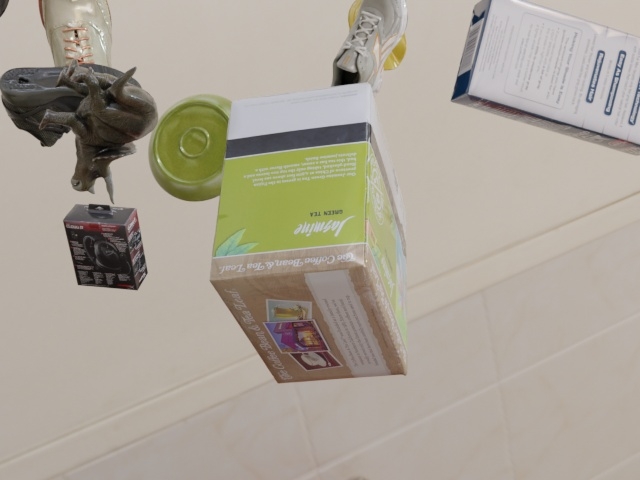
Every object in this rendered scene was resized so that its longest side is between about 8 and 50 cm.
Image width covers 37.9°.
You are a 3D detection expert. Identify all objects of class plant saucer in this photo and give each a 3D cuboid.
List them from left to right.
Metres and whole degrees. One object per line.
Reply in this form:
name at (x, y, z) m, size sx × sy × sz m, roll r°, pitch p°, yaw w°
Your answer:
plant saucer at (-0.263, -0.203, 1.981) m, size 0.241 × 0.241 × 0.037 m, roll 62°, pitch 7°, yaw 18°

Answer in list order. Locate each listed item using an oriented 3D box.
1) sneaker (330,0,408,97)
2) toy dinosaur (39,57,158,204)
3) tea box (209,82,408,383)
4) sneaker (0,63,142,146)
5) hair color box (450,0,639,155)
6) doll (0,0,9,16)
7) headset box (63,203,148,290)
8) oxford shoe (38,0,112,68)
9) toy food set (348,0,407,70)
sneaker at (0.086, -0.378, 1.810) m, size 0.099 × 0.121 × 0.262 m, roll 28°, pitch -58°, yaw 23°
toy dinosaur at (-0.302, -0.189, 1.352) m, size 0.313 × 0.160 × 0.121 m, roll -34°, pitch -141°, yaw 46°
tea box at (0.000, 0.000, 1.396) m, size 0.329 × 0.220 × 0.324 m, roll 66°, pitch 23°, yaw -54°
sneaker at (-0.414, -0.225, 1.565) m, size 0.130 × 0.227 × 0.087 m, roll 107°, pitch -27°, yaw -53°
hair color box at (0.404, -0.265, 1.518) m, size 0.105 × 0.347 × 0.174 m, roll -172°, pitch -83°, yaw -81°
doll at (-0.533, -0.419, 1.541) m, size 0.129 × 0.046 × 0.189 m, roll -132°, pitch -123°, yaw -79°
headset box at (-0.201, 0.003, 0.872) m, size 0.032 × 0.062 × 0.083 m, roll -71°, pitch 161°, yaw -55°
oxford shoe at (-0.478, -0.390, 1.880) m, size 0.146 × 0.140 × 0.397 m, roll -126°, pitch -153°, yaw -60°
toy food set at (0.116, -0.473, 2.090) m, size 0.071 × 0.128 × 0.218 m, roll 141°, pitch -58°, yaw -70°
